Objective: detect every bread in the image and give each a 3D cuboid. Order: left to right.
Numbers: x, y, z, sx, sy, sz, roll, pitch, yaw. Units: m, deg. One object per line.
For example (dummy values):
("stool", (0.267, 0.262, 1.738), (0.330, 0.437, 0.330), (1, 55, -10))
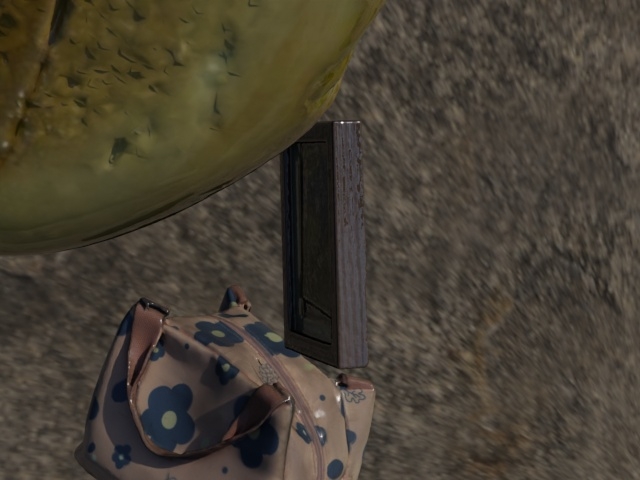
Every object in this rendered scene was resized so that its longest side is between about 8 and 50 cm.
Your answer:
("bread", (-0.075, -0.093, 0.364), (0.213, 0.213, 0.105), (-5, 38, 12))

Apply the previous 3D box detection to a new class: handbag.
("handbag", (-0.082, 0.171, 1.487), (0.251, 0.190, 0.193), (32, 117, 33))

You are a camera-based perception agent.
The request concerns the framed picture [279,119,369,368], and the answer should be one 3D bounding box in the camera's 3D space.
("framed picture", (0.000, 0.000, 1.137), (0.023, 0.128, 0.168), (-3, 94, -19))
